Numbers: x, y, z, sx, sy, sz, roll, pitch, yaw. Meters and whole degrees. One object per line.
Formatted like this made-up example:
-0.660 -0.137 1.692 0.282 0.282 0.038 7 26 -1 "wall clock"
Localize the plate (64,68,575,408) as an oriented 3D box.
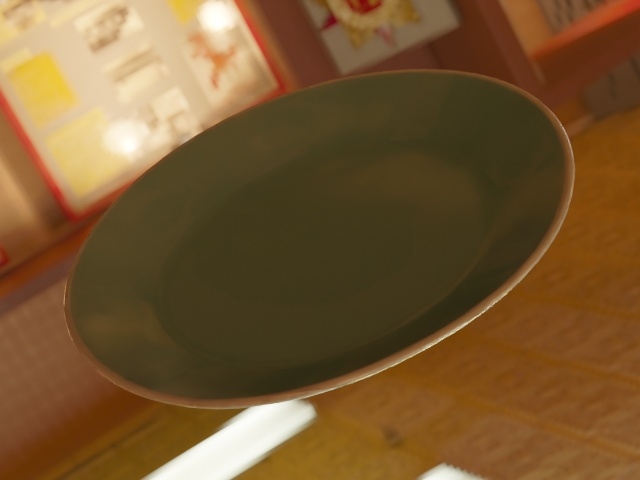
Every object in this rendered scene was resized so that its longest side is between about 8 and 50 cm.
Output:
0.000 0.000 0.607 0.188 0.024 0.188 -15 -145 11 "plate"
